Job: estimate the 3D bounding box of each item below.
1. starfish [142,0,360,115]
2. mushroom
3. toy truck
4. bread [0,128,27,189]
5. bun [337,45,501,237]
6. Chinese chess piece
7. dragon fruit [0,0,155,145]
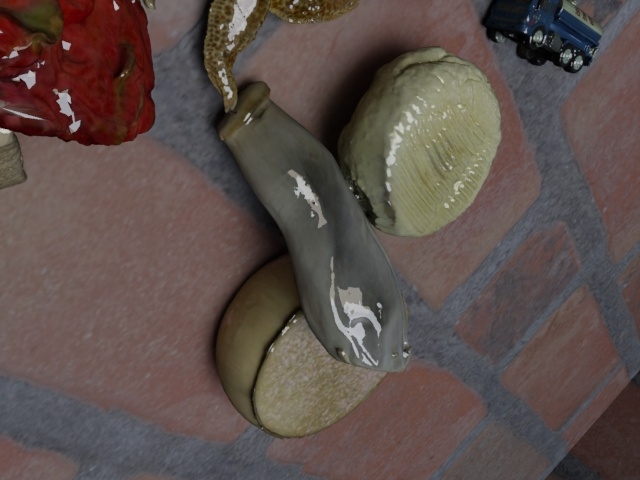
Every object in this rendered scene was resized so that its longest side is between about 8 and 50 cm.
[{"bbox_3d":[-0.049,-0.253,0.542,0.235,0.062,0.277,-12,123,-34],"label":"starfish"},{"bbox_3d":[0.001,-0.002,0.650,0.109,0.097,0.352,-28,100,-16],"label":"mushroom"},{"bbox_3d":[0.309,-0.282,0.806,0.201,0.074,0.088,6,110,-42],"label":"toy truck"},{"bbox_3d":[-0.260,-0.053,0.447,0.077,0.152,0.105,-23,127,-24],"label":"bread"},{"bbox_3d":[0.105,-0.119,0.712,0.220,0.134,0.221,-19,123,-32],"label":"bun"},{"bbox_3d":[-0.008,0.136,0.815,0.270,0.112,0.270,-22,131,-28],"label":"Chinese chess piece"},{"bbox_3d":[-0.206,-0.165,0.368,0.316,0.205,0.152,9,113,-43],"label":"dragon fruit"}]
